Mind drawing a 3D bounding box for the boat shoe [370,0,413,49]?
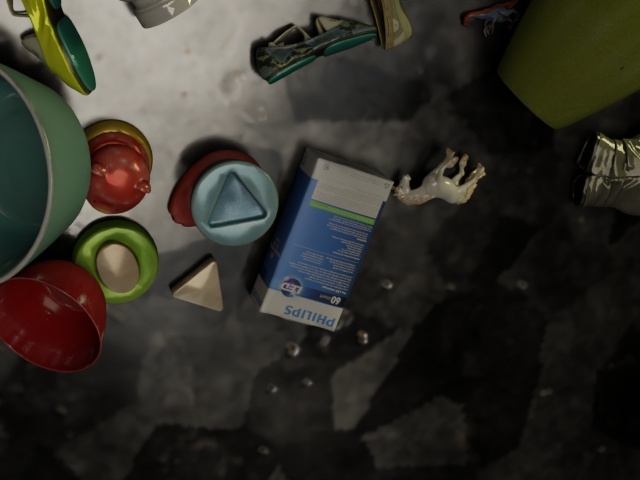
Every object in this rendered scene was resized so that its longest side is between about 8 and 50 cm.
[{"bbox_3d":[0.088,-0.357,1.627,0.048,0.056,0.153,-32,122,-9],"label":"boat shoe"}]

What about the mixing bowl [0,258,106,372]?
[{"bbox_3d":[-0.383,0.095,1.600,0.182,0.098,0.181,11,130,13],"label":"mixing bowl"}]

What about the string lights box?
[{"bbox_3d":[0.000,0.000,1.713,0.133,0.077,0.259,17,103,-21],"label":"string lights box"}]

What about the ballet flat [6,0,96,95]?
[{"bbox_3d":[-0.381,-0.302,1.500,0.077,0.077,0.230,-14,111,11],"label":"ballet flat"}]

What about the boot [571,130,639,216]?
[{"bbox_3d":[0.521,-0.156,1.820,0.161,0.083,0.246,13,103,-15],"label":"boot"}]

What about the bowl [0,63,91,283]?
[{"bbox_3d":[-0.429,-0.100,1.457,0.312,0.163,0.311,5,100,27],"label":"bowl"}]

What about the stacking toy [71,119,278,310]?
[{"bbox_3d":[-0.222,-0.012,1.612,0.309,0.130,0.279,9,106,-19],"label":"stacking toy"}]

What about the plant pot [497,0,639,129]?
[{"bbox_3d":[0.419,-0.315,1.650,0.275,0.274,0.293,34,112,-24],"label":"plant pot"}]

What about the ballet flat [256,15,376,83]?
[{"bbox_3d":[-0.009,-0.296,1.617,0.188,0.070,0.070,-25,114,-12],"label":"ballet flat"}]

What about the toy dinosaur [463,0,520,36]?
[{"bbox_3d":[0.264,-0.350,1.702,0.082,0.047,0.090,14,71,-12],"label":"toy dinosaur"}]

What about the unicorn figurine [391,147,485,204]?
[{"bbox_3d":[0.190,-0.093,1.745,0.162,0.060,0.111,22,112,-28],"label":"unicorn figurine"}]

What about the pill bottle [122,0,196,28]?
[{"bbox_3d":[-0.254,-0.401,1.468,0.121,0.121,0.216,-31,115,-5],"label":"pill bottle"}]
